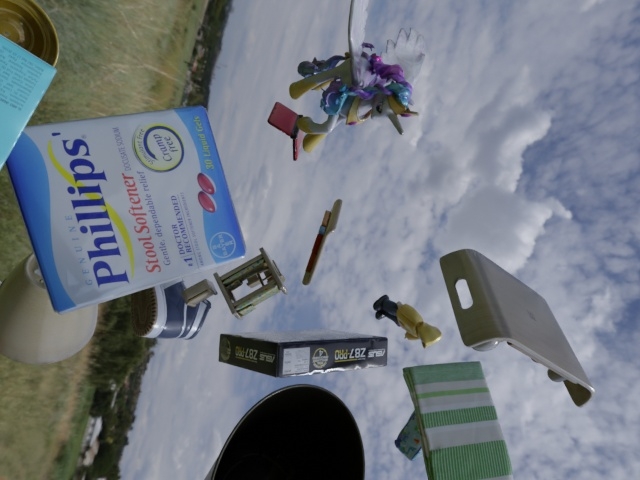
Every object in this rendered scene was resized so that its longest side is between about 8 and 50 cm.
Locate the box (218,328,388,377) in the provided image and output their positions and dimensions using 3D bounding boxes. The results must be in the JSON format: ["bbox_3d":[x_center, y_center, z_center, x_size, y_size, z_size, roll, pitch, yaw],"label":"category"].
[{"bbox_3d":[-0.050,0.317,1.256,0.318,0.395,0.097,-5,-99,50],"label":"box"}]

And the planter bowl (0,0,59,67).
[{"bbox_3d":[-0.747,-0.487,1.018,0.090,0.217,0.217,45,-62,50],"label":"planter bowl"}]

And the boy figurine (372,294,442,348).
[{"bbox_3d":[0.325,0.312,1.595,0.285,0.092,0.177,32,-36,48],"label":"boy figurine"}]

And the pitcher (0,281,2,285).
[{"bbox_3d":[-1.037,0.195,1.334,0.207,0.178,0.125,-31,-156,35],"label":"pitcher"}]

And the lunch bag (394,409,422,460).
[{"bbox_3d":[0.346,0.615,1.428,0.090,0.176,0.219,33,-86,32],"label":"lunch bag"}]

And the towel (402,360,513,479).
[{"bbox_3d":[0.348,0.474,1.078,0.038,0.248,0.325,122,-34,-53],"label":"towel"}]

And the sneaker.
[{"bbox_3d":[-0.330,0.088,0.950,0.099,0.153,0.282,-27,-123,25],"label":"sneaker"}]

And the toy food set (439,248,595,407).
[{"bbox_3d":[0.366,0.167,0.821,0.092,0.306,0.219,-46,-155,31],"label":"toy food set"}]

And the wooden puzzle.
[{"bbox_3d":[0.000,0.000,1.406,0.221,0.044,0.238,-73,-174,-57],"label":"wooden puzzle"}]

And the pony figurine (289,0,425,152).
[{"bbox_3d":[0.093,-0.398,1.042,0.363,0.303,0.351,0,-102,44],"label":"pony figurine"}]

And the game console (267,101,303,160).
[{"bbox_3d":[-0.100,-0.322,1.263,0.144,0.085,0.124,-80,174,-49],"label":"game console"}]

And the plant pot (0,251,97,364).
[{"bbox_3d":[-0.674,0.138,1.072,0.274,0.256,0.256,-45,-145,40],"label":"plant pot"}]

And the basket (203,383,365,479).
[{"bbox_3d":[-0.070,0.306,0.516,0.204,0.154,0.227,-51,175,-45],"label":"basket"}]

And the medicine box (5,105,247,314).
[{"bbox_3d":[-0.306,-0.055,0.698,0.149,0.289,0.263,-5,-78,61],"label":"medicine box"}]

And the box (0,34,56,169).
[{"bbox_3d":[-0.353,-0.083,0.412,0.100,0.060,0.244,30,-90,42],"label":"box"}]

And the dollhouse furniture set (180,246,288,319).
[{"bbox_3d":[-0.160,0.119,0.896,0.101,0.182,0.161,60,-3,16],"label":"dollhouse furniture set"}]
